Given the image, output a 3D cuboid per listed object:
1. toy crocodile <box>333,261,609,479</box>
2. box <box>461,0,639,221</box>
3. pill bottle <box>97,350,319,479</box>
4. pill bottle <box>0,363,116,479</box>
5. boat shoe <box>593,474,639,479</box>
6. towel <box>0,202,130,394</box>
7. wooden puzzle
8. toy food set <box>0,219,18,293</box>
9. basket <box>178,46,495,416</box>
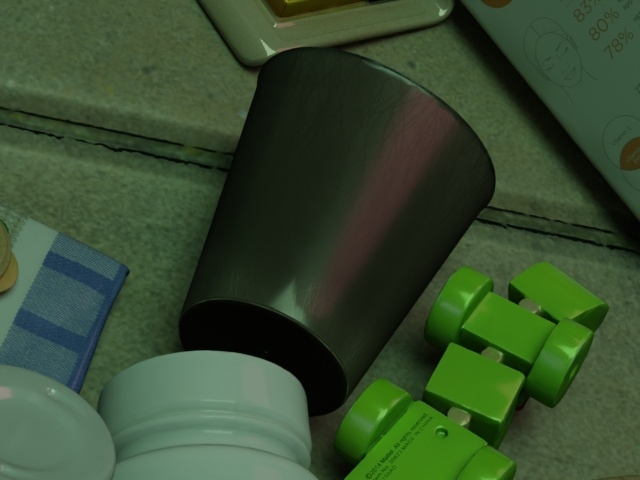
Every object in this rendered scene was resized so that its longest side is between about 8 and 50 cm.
[{"bbox_3d":[0.102,0.126,1.012,0.115,0.105,0.340,27,50,19],"label":"toy crocodile"},{"bbox_3d":[0.306,-0.195,1.237,0.168,0.215,0.345,-19,67,-46],"label":"box"},{"bbox_3d":[-0.068,0.218,0.822,0.160,0.160,0.283,10,54,-19],"label":"pill bottle"},{"bbox_3d":[-0.194,0.167,0.775,0.108,0.180,0.108,23,27,-12],"label":"pill bottle"},{"bbox_3d":[0.162,0.245,0.955,0.285,0.092,0.103,-19,40,-30],"label":"boat shoe"},{"bbox_3d":[-0.287,0.036,0.933,0.285,0.034,0.209,25,48,-10],"label":"towel"},{"bbox_3d":[-0.018,-0.268,1.264,0.239,0.044,0.221,-20,68,-34],"label":"wooden puzzle"},{"bbox_3d":[-0.247,0.002,0.944,0.083,0.020,0.082,-7,59,-32],"label":"toy food set"},{"bbox_3d":[0.000,0.000,1.019,0.204,0.154,0.227,32,53,-6],"label":"basket"}]
